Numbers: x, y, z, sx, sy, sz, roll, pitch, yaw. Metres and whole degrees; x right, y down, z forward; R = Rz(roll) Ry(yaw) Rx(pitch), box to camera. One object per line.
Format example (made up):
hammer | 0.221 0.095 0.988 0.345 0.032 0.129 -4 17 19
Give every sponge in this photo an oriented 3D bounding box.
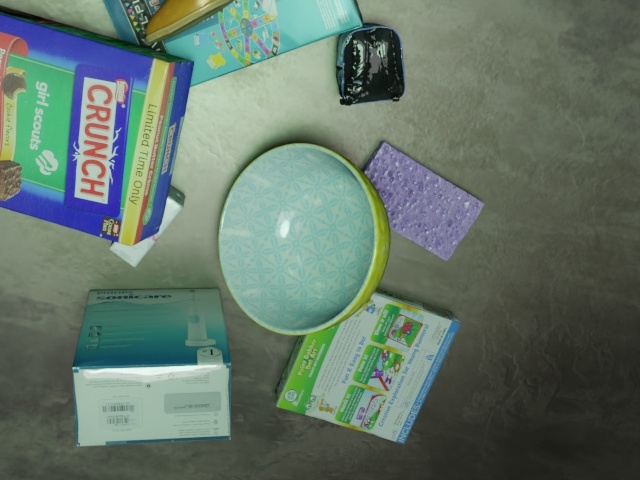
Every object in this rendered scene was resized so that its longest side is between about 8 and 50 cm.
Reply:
sponge | 0.155 -0.064 1.504 0.210 0.031 0.117 30 100 -16

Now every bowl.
bowl | 0.000 0.000 1.415 0.156 0.289 0.290 5 113 -57

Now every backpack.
backpack | 0.073 -0.273 1.393 0.105 0.084 0.114 -7 114 -8

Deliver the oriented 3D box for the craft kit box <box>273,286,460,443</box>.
craft kit box | 0.078 0.204 1.566 0.246 0.061 0.250 19 103 -17

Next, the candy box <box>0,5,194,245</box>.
candy box | -0.364 -0.165 1.285 0.317 0.122 0.268 16 107 5

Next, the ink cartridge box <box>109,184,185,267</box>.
ink cartridge box | -0.267 -0.030 1.412 0.052 0.088 0.122 39 97 -16

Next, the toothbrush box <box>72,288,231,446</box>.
toothbrush box | -0.250 0.179 1.374 0.216 0.295 0.126 -1 109 -10

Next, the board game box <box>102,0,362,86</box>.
board game box | -0.139 -0.373 1.294 0.336 0.079 0.254 -17 110 10

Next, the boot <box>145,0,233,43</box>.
boot | -0.158 -0.416 1.190 0.295 0.104 0.211 -32 102 10
